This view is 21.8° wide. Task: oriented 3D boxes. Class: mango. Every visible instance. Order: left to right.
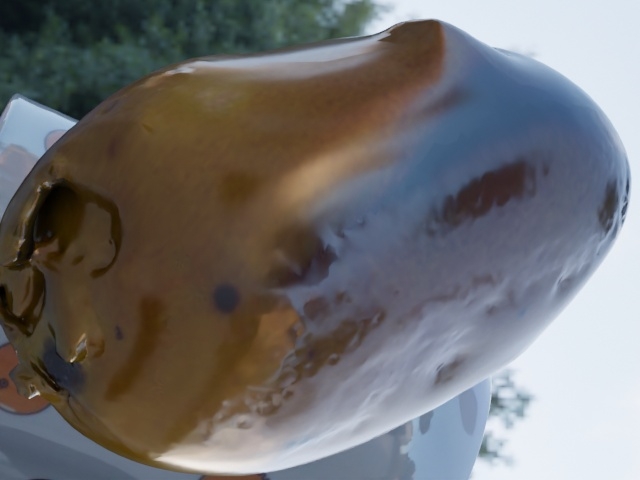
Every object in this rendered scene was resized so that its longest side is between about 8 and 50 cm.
[{"bbox_3d":[0.000,0.000,0.694,0.153,0.287,0.201,41,-44,35],"label":"mango"}]

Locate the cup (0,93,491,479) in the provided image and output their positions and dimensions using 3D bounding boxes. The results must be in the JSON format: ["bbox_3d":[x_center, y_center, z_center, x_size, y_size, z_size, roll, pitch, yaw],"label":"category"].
[{"bbox_3d":[-0.074,0.075,0.972,0.212,0.317,0.212,-156,-90,-80],"label":"cup"}]
